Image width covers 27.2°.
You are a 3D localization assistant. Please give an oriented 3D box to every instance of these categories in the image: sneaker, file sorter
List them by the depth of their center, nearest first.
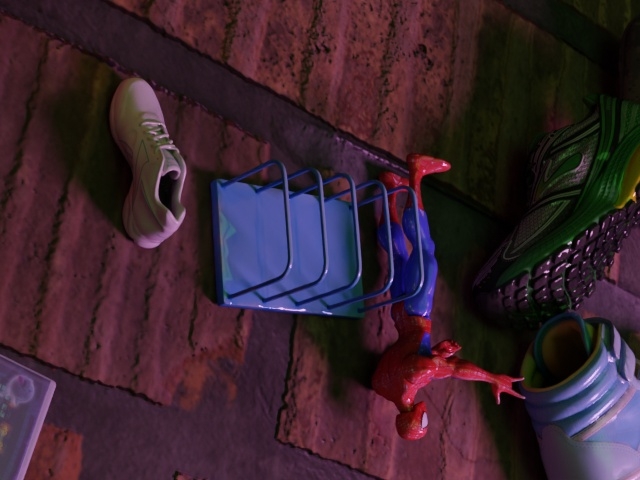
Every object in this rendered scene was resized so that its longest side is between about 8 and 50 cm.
[{"bbox_3d":[-0.143,-0.073,1.146,0.054,0.061,0.152,-1,75,-40],"label":"sneaker"},{"bbox_3d":[0.000,0.000,1.217,0.170,0.104,0.118,9,71,-40],"label":"file sorter"},{"bbox_3d":[0.338,0.149,1.443,0.319,0.127,0.208,-28,100,-44],"label":"sneaker"},{"bbox_3d":[0.270,-0.033,1.472,0.343,0.146,0.134,-44,149,-30],"label":"sneaker"}]

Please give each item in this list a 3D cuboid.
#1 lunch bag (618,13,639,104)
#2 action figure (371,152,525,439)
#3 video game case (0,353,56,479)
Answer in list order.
[{"bbox_3d":[0.514,-0.134,1.658,0.256,0.213,0.305,30,57,-51],"label":"lunch bag"},{"bbox_3d":[0.122,0.066,1.305,0.139,0.091,0.280,17,64,-23],"label":"action figure"},{"bbox_3d":[-0.296,0.154,0.960,0.173,0.022,0.190,32,56,-30],"label":"video game case"}]
